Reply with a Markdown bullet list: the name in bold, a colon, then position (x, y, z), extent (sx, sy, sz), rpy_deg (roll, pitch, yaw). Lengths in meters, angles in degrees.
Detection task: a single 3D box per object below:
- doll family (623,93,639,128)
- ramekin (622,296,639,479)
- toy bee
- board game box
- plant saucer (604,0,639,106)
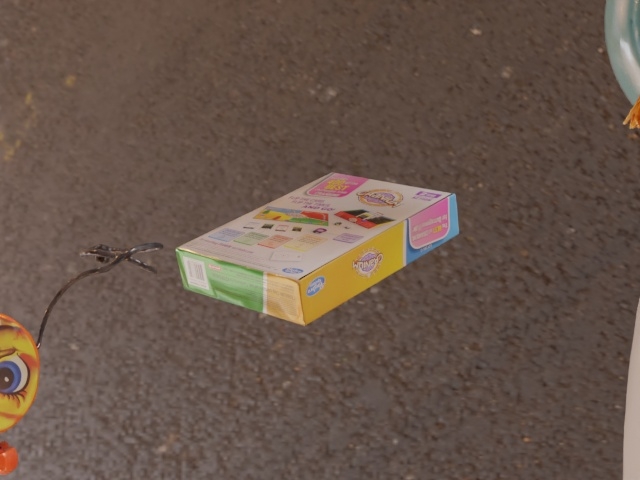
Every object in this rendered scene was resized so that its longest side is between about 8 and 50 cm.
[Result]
- **doll family**: position (0.322, -0.076, 0.826), extent (0.263, 0.118, 0.163), rpy_deg (-151, 49, -63)
- **ramekin**: position (0.190, 0.072, 0.346), extent (0.135, 0.277, 0.277), rpy_deg (5, 82, 3)
- **toy bee**: position (-0.259, 0.084, 0.746), extent (0.298, 0.195, 0.162), rpy_deg (-2, 88, -6)
- **board game box**: position (0.000, 0.000, 1.490), extent (0.242, 0.316, 0.064), rpy_deg (14, 121, 43)
- **plant saucer**: position (0.458, -0.244, 1.148), extent (0.317, 0.043, 0.318), rpy_deg (2, 95, 26)
